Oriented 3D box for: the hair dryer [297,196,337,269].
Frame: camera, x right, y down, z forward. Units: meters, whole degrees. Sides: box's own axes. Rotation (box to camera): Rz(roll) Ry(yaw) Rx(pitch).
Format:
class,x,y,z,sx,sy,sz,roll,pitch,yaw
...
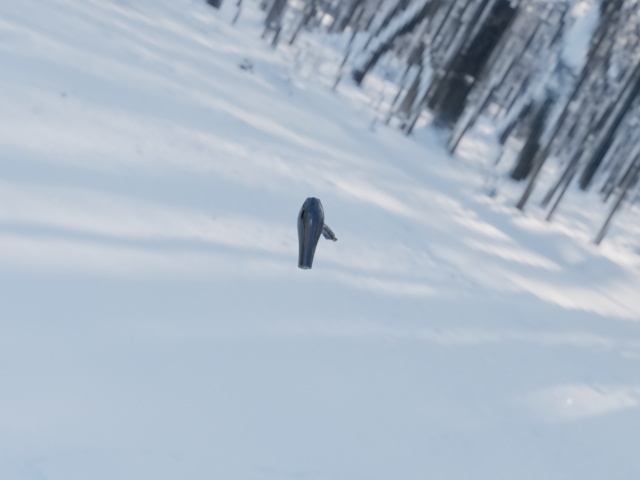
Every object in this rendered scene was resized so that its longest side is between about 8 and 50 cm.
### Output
class,x,y,z,sx,sy,sz,roll,pitch,yaw
hair dryer,0.000,0.000,1.399,0.031,0.079,0.083,-1,-17,28
